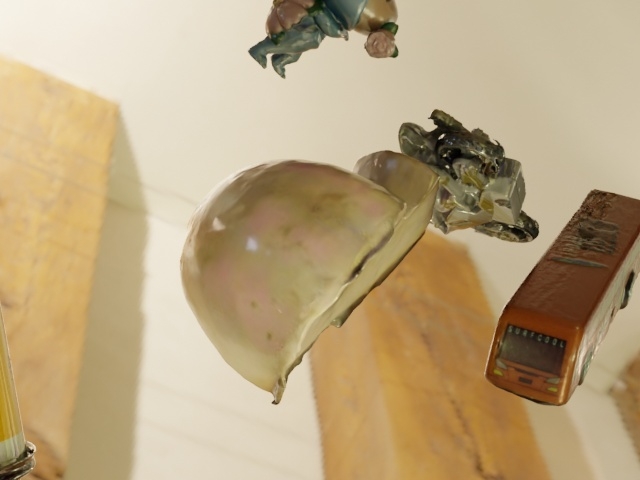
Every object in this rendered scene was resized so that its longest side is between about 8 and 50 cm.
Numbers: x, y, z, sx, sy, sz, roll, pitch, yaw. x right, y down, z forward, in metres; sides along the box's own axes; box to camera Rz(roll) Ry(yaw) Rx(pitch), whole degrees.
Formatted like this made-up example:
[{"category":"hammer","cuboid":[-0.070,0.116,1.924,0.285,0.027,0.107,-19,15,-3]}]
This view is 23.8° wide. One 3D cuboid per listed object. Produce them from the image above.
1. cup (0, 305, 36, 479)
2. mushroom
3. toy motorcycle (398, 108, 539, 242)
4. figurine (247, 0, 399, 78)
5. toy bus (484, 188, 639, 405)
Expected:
[{"category":"cup","cuboid":[-0.367,0.117,1.400,0.196,0.279,0.196,-3,-176,0]},{"category":"mushroom","cuboid":[-0.020,-0.018,1.299,0.173,0.162,0.236,39,-114,7]},{"category":"toy motorcycle","cuboid":[0.128,-0.057,1.492,0.152,0.073,0.225,11,161,25]},{"category":"figurine","cuboid":[0.019,-0.226,1.530,0.144,0.178,0.114,47,-169,5]},{"category":"toy bus","cuboid":[0.264,0.051,1.564,0.093,0.092,0.409,15,-156,17]}]
